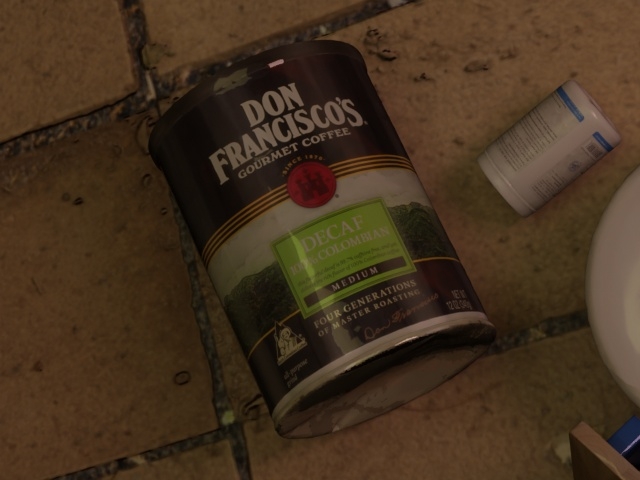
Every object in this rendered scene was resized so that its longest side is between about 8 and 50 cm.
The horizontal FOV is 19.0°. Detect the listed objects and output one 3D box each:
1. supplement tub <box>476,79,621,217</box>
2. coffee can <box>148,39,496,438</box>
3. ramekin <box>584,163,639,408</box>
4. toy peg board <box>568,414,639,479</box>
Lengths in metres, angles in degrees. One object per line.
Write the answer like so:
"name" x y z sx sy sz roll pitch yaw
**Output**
"supplement tub" 0.193 -0.078 1.613 0.107 0.071 0.071 -39 69 12
"coffee can" 0.000 0.000 1.609 0.201 0.201 0.275 -31 72 15
"ramekin" 0.338 0.033 1.468 0.277 0.135 0.277 2 95 25
"toy peg board" 0.280 0.205 1.492 0.079 0.161 0.160 -41 64 -12
